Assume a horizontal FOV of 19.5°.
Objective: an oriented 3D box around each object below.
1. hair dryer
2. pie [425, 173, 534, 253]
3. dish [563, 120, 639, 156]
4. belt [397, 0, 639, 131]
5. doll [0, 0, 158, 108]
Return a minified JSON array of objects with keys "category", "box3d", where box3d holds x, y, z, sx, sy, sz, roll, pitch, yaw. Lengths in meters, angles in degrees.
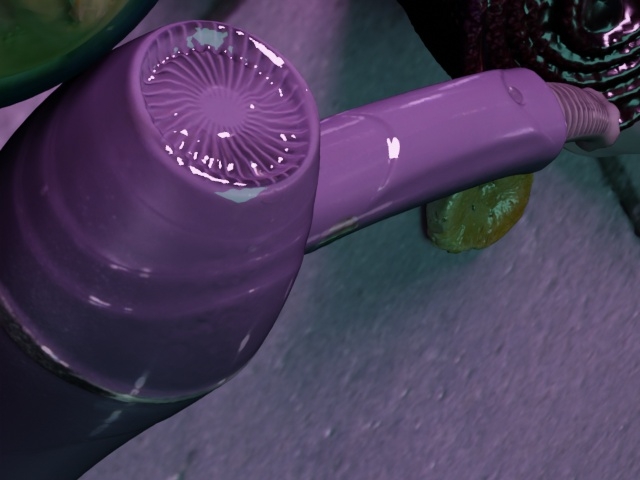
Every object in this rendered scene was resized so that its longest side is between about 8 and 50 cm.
[{"category":"hair dryer","box3d":[0.000,0.000,0.794,0.361,0.121,0.301,-19,159,-36]},{"category":"pie","box3d":[0.096,-0.027,1.114,0.084,0.020,0.084,-27,137,-29]},{"category":"dish","box3d":[0.246,-0.147,1.127,0.260,0.085,0.260,-30,140,-29]},{"category":"belt","box3d":[0.149,-0.200,0.906,0.184,0.164,0.289,23,115,-37]},{"category":"doll","box3d":[-0.167,-0.122,0.591,0.322,0.186,0.198,-24,107,-11]}]
